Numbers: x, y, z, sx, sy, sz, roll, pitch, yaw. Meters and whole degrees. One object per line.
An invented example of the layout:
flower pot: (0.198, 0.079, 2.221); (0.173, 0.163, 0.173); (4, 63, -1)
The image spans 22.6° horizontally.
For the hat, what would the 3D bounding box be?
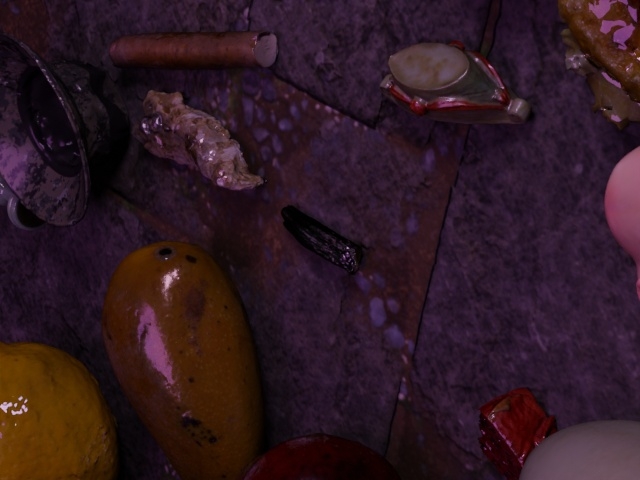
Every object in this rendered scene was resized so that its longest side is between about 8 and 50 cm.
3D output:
hat: (-0.315, -0.153, 1.983); (0.265, 0.128, 0.265); (33, 136, 39)

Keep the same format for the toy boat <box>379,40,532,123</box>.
toy boat: (0.123, -0.155, 1.599); (0.185, 0.071, 0.089); (16, 69, 40)

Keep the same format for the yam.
yam: (-0.155, -0.221, 1.867); (0.264, 0.046, 0.046); (5, 104, 42)

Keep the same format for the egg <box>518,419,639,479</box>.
egg: (0.293, 0.273, 1.444); (0.295, 0.218, 0.218); (32, 122, 47)

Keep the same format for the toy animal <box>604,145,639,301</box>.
toy animal: (0.345, 0.042, 1.261); (0.278, 0.247, 0.345); (-12, 119, 47)

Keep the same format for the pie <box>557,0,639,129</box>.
pie: (0.343, -0.225, 1.346); (0.288, 0.103, 0.354); (37, 123, 24)

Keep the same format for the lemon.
lemon: (-0.386, 0.271, 2.079); (0.253, 0.253, 0.310); (4, 120, 43)

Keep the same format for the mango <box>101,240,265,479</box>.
mango: (-0.155, 0.163, 1.887); (0.176, 0.176, 0.329); (-15, 86, 3)

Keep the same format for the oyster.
oyster: (-0.154, -0.119, 1.882); (0.200, 0.061, 0.106); (9, 106, 42)

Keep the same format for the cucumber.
cucumber: (-0.002, 0.000, 1.784); (0.135, 0.034, 0.033); (28, 124, 36)

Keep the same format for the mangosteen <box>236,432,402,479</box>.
mangosteen: (-0.010, 0.309, 1.774); (0.257, 0.215, 0.215); (-139, 47, -69)

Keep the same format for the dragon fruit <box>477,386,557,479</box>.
dragon fruit: (0.222, 0.217, 1.626); (0.131, 0.063, 0.097); (49, 162, 24)

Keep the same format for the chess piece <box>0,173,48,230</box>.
chess piece: (-0.405, -0.058, 2.144); (0.103, 0.067, 0.067); (28, 119, 47)
